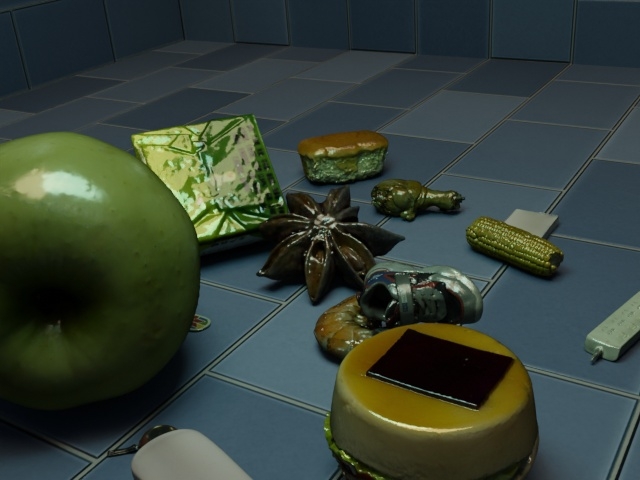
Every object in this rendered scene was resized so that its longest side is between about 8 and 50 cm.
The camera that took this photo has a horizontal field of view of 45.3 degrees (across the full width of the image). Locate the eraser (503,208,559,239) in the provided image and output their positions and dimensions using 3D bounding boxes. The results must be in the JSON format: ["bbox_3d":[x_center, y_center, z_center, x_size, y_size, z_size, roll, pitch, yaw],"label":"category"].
[{"bbox_3d":[0.457,-0.027,1.706,0.103,0.023,0.150,13,31,31],"label":"eraser"}]

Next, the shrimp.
[{"bbox_3d":[0.139,0.151,1.362,0.290,0.054,0.222,6,27,19],"label":"shrimp"}]

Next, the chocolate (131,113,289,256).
[{"bbox_3d":[-0.250,-0.113,1.724,0.288,0.137,0.301,-13,68,-18],"label":"chocolate"}]

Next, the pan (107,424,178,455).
[{"bbox_3d":[-0.263,0.303,1.150,0.115,0.024,0.068,-8,27,-8],"label":"pan"}]

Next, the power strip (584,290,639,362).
[{"bbox_3d":[0.533,0.148,1.332,0.252,0.027,0.060,-26,33,-37],"label":"power strip"}]

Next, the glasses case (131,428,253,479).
[{"bbox_3d":[-0.144,0.341,0.995,0.113,0.075,0.296,-23,31,-31],"label":"glasses case"}]

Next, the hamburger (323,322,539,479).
[{"bbox_3d":[0.146,0.243,1.032,0.300,0.176,0.300,-5,25,2],"label":"hamburger"}]

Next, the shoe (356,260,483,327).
[{"bbox_3d":[0.153,0.099,1.283,0.227,0.100,0.125,8,19,34],"label":"shoe"}]

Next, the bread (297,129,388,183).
[{"bbox_3d":[0.062,-0.233,2.083,0.245,0.121,0.174,-12,28,-10],"label":"bread"}]

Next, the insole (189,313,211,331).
[{"bbox_3d":[-0.294,0.145,1.499,0.193,0.006,0.065,13,32,33],"label":"insole"}]

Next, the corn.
[{"bbox_3d":[0.395,0.009,1.584,0.080,0.080,0.238,-23,30,-33],"label":"corn"}]

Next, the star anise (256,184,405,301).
[{"bbox_3d":[0.016,-0.008,1.582,0.315,0.108,0.315,-2,46,2],"label":"star anise"}]

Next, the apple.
[{"bbox_3d":[-0.421,0.039,1.263,0.473,0.474,0.474,-4,26,2],"label":"apple"}]

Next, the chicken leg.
[{"bbox_3d":[0.227,-0.096,1.830,0.227,0.088,0.103,11,19,16],"label":"chicken leg"}]
